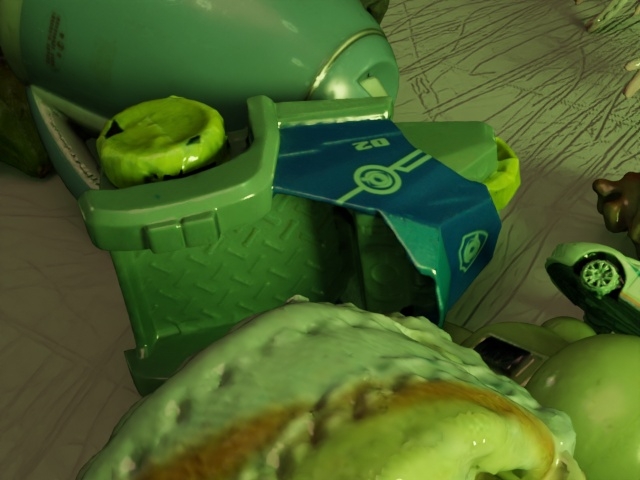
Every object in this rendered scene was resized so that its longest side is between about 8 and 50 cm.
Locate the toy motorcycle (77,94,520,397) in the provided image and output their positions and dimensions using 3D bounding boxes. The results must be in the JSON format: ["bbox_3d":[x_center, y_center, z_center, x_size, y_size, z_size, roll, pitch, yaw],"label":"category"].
[{"bbox_3d":[0.000,0.000,0.816,0.326,0.191,0.200,-10,36,-1],"label":"toy motorcycle"}]

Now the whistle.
[{"bbox_3d":[0.147,0.119,0.722,0.141,0.141,0.294,-30,14,-18],"label":"whistle"}]

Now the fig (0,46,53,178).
[{"bbox_3d":[-0.314,-0.127,1.126,0.123,0.123,0.156,-33,83,-21],"label":"fig"}]

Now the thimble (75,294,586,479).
[{"bbox_3d":[-0.002,0.169,0.571,0.288,0.254,0.167,-48,49,-8],"label":"thimble"}]

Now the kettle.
[{"bbox_3d":[-0.105,-0.143,1.008,0.342,0.247,0.319,30,84,23],"label":"kettle"}]

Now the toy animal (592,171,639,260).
[{"bbox_3d":[0.320,0.024,0.785,0.312,0.097,0.157,23,47,32],"label":"toy animal"}]

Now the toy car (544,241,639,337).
[{"bbox_3d":[0.229,0.054,0.716,0.186,0.093,0.058,37,81,28],"label":"toy car"}]

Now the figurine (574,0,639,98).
[{"bbox_3d":[0.403,-0.251,0.986,0.315,0.284,0.206,16,33,-4],"label":"figurine"}]
